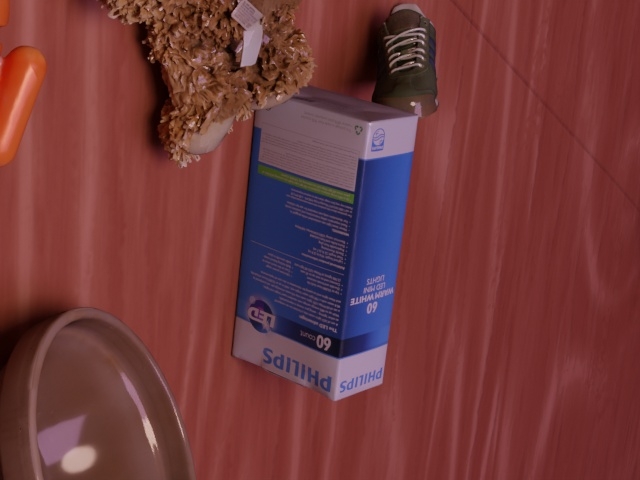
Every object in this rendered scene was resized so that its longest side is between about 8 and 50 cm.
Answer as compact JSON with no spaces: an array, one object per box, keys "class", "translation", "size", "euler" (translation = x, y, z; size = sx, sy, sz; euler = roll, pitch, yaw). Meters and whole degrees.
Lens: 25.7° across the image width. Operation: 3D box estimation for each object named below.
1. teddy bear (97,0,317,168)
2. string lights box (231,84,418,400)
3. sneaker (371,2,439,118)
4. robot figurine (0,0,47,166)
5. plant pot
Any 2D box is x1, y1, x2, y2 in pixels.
[{"class":"teddy bear","translation":[-0.082,-0.221,1.107],"size":[0.245,0.113,0.338],"euler":[-45,146,-23]},{"class":"string lights box","translation":[0.000,0.000,1.281],"size":[0.077,0.133,0.259],"euler":[-14,117,-48]},{"class":"sneaker","translation":[0.078,-0.175,1.331],"size":[0.192,0.064,0.086],"euler":[-70,153,-69]},{"class":"robot figurine","translation":[-0.267,-0.104,0.858],"size":[0.128,0.158,0.219],"euler":[-5,111,-78]},{"class":"plant pot","translation":[-0.196,0.178,1.066],"size":[0.237,0.110,0.237],"euler":[-17,90,-72]}]
